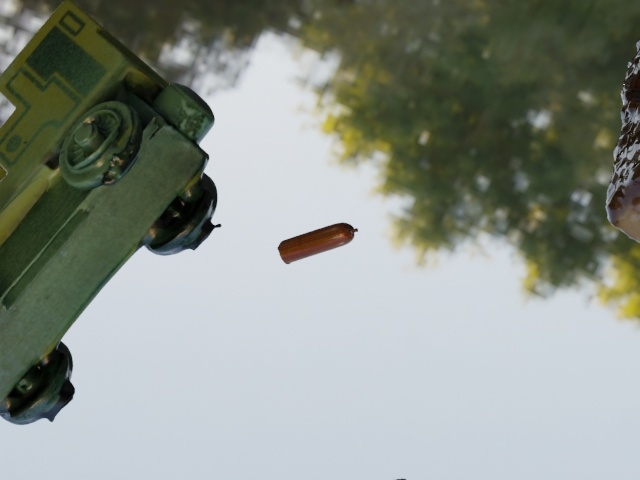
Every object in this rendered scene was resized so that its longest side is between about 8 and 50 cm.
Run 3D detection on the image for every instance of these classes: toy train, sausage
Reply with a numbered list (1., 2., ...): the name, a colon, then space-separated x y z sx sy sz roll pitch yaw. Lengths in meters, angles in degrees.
1. toy train: -0.252 -0.009 1.537 0.237 0.369 0.150 41 -179 44
2. sausage: 0.000 0.000 2.128 0.031 0.107 0.031 35 -135 -45

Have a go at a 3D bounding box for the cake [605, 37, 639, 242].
1. cake: 0.405 -0.100 1.353 0.290 0.282 0.256 23 -128 -10

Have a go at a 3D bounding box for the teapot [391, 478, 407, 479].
1. teapot: 0.090 0.286 1.850 0.083 0.067 0.057 56 -174 31
